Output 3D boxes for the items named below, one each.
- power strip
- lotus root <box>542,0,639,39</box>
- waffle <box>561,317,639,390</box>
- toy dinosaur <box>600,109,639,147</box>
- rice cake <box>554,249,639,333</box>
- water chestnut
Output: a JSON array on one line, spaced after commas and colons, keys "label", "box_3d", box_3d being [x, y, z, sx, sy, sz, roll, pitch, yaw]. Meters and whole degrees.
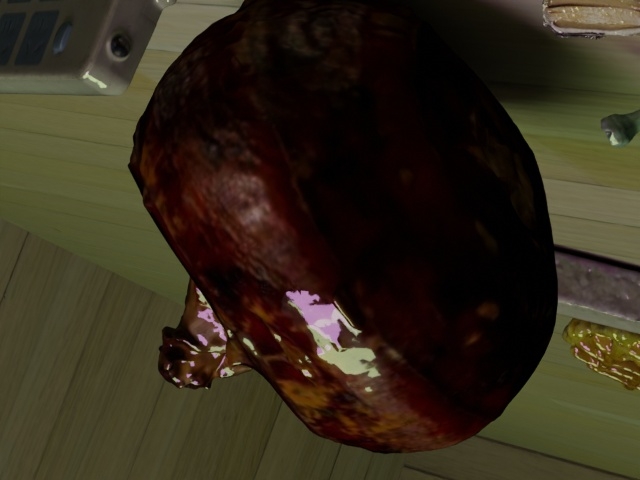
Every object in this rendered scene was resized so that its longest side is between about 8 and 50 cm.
[{"label": "power strip", "box_3d": [-0.199, -0.168, 1.381, 0.046, 0.118, 0.270, 30, 167, -34]}, {"label": "lotus root", "box_3d": [0.166, -0.139, 1.056, 0.083, 0.030, 0.037, 7, 133, 43]}, {"label": "waffle", "box_3d": [0.425, 0.152, 2.102, 0.281, 0.058, 0.301, 23, 170, -17]}, {"label": "toy dinosaur", "box_3d": [0.250, -0.058, 1.187, 0.129, 0.076, 0.383, -6, 173, 9]}, {"label": "rice cake", "box_3d": [0.260, 0.050, 1.838, 0.399, 0.064, 0.070, 15, 175, 29]}, {"label": "water chestnut", "box_3d": [0.000, 0.000, 1.265, 0.350, 0.302, 0.350, 49, -161, -24]}]
